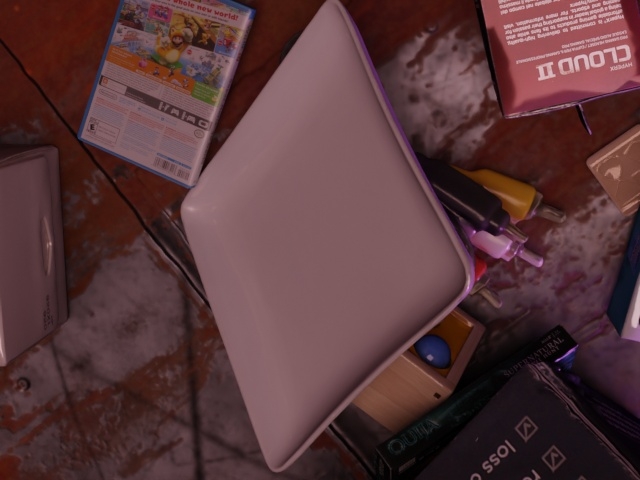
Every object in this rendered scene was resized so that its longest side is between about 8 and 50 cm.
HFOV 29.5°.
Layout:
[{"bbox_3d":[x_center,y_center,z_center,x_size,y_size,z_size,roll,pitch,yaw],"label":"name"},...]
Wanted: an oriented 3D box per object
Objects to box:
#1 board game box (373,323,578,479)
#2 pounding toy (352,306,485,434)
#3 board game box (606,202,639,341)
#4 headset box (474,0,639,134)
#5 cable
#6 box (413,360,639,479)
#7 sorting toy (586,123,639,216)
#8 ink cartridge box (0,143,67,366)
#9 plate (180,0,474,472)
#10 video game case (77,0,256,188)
[{"bbox_3d":[0.128,0.153,1.013,0.186,0.126,0.026,-31,63,-14],"label":"board game box"},{"bbox_3d":[0.069,0.068,1.039,0.130,0.141,0.100,36,124,3],"label":"pounding toy"},{"bbox_3d":[0.404,-0.057,0.978,0.254,0.079,0.336,13,104,1],"label":"board game box"},{"bbox_3d":[0.163,-0.224,0.911,0.110,0.218,0.293,-12,99,10],"label":"headset box"},{"bbox_3d":[0.064,-0.052,1.037,0.287,0.072,0.139,37,79,6],"label":"cable"},{"bbox_3d":[0.192,0.436,0.884,0.480,0.297,0.472,-47,54,9],"label":"box"},{"bbox_3d":[0.277,-0.067,1.034,0.083,0.012,0.062,-35,98,13],"label":"sorting toy"},{"bbox_3d":[-0.358,0.009,1.056,0.233,0.168,0.171,-1,101,7],"label":"ink cartridge box"},{"bbox_3d":[0.000,0.000,0.962,0.277,0.045,0.278,-49,51,38],"label":"plate"},{"bbox_3d":[-0.136,-0.144,1.062,0.119,0.015,0.166,24,105,14],"label":"video game case"}]
